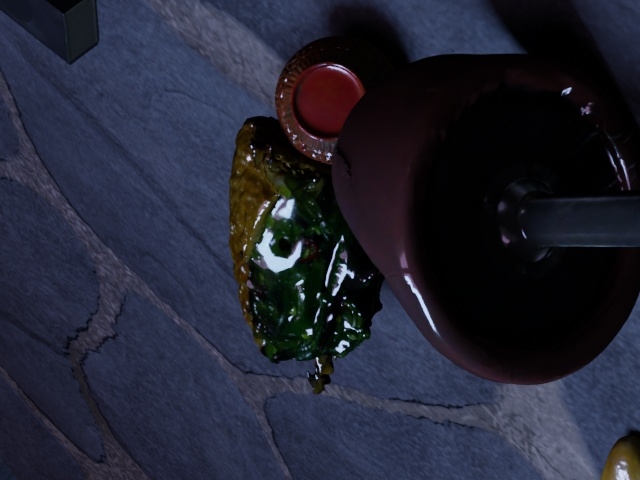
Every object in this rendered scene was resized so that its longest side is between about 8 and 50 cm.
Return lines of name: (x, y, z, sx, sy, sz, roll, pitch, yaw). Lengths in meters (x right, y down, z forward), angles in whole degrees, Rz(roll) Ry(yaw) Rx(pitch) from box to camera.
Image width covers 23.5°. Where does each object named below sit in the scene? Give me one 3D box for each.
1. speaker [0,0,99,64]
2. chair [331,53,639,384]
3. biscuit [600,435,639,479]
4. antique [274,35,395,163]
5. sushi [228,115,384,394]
speaker: (-0.310, -0.267, 1.521, 0.218, 0.044, 0.082, 39, 152, 18)
chair: (0.194, -0.017, 0.899, 0.401, 0.226, 0.226, 2, 128, 57)
biscuit: (0.312, 0.267, 1.280, 0.208, 0.047, 0.164, 37, 150, 23)
antique: (0.014, -0.108, 1.183, 0.104, 0.104, 0.104, 36, 151, 24)
sushi: (-0.001, 0.000, 1.293, 0.287, 0.149, 0.140, 94, 166, -47)
